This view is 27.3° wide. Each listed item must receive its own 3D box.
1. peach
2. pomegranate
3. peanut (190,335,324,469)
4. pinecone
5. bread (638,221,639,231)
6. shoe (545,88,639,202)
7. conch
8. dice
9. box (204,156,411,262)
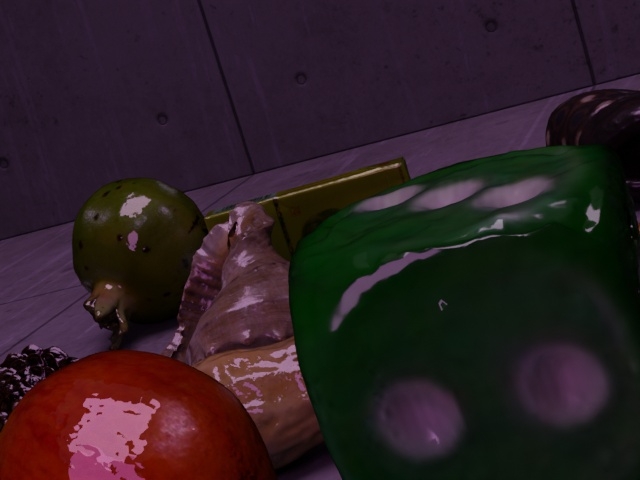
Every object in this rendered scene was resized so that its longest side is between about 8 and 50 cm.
[{"bbox_3d":[-0.151,0.224,1.144,0.281,0.238,0.281,22,-1,0],"label":"peach"},{"bbox_3d":[-0.315,0.040,2.282,0.260,0.260,0.341,-12,42,27],"label":"pomegranate"},{"bbox_3d":[-0.022,0.171,1.436,0.313,0.149,0.149,-15,11,3],"label":"peanut"},{"bbox_3d":[-0.347,0.218,1.669,0.163,0.163,0.165,-16,-21,8],"label":"pinecone"},{"bbox_3d":[0.412,0.028,1.563,0.114,0.083,0.211,14,27,22],"label":"bread"},{"bbox_3d":[0.497,-0.153,2.128,0.384,0.171,0.237,4,19,43],"label":"shoe"},{"bbox_3d":[-0.099,0.110,1.722,0.263,0.186,0.324,-25,32,29],"label":"conch"},{"bbox_3d":[0.155,0.087,1.180,0.300,0.287,0.297,-15,11,13],"label":"dice"},{"bbox_3d":[0.000,0.000,2.099,0.335,0.187,0.047,-15,14,13],"label":"box"}]
